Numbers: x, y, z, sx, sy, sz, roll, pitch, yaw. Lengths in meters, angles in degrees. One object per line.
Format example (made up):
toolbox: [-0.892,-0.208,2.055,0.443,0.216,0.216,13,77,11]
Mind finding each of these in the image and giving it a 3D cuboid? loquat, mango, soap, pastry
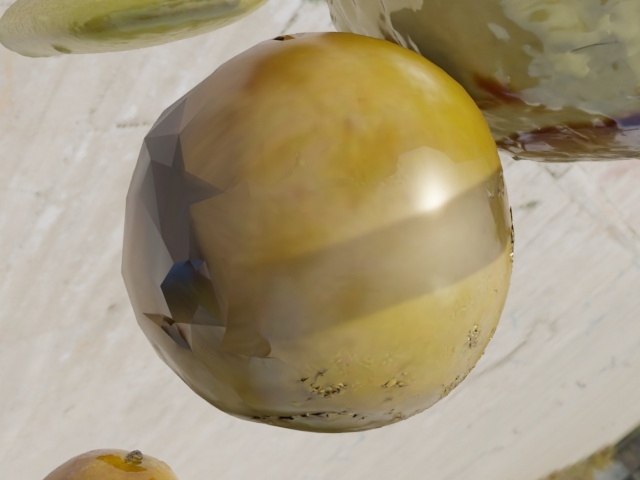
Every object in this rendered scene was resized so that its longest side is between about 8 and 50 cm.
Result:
loquat: [0.000,0.000,0.606,0.235,0.235,0.235,-33,159,-15]
mango: [-0.241,0.321,1.083,0.236,0.166,0.136,-57,172,3]
soap: [-0.247,-0.313,1.385,0.306,0.427,0.115,-15,105,-35]
pastry: [0.189,-0.215,0.712,0.389,0.312,0.388,-21,-165,6]
